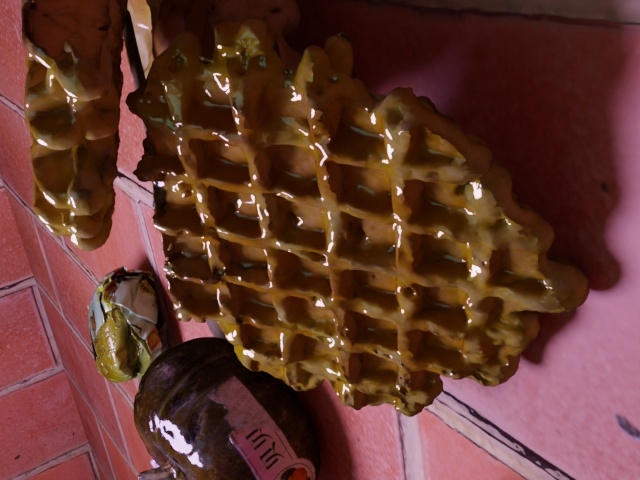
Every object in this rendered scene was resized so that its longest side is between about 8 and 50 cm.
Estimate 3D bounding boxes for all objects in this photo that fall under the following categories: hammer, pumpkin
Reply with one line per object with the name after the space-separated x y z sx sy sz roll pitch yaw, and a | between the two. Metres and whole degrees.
-0.152 -0.112 0.708 0.062 0.017 0.182 180 77 -69 | hammer
-0.125 0.243 0.944 0.260 0.189 0.260 39 145 35 | pumpkin

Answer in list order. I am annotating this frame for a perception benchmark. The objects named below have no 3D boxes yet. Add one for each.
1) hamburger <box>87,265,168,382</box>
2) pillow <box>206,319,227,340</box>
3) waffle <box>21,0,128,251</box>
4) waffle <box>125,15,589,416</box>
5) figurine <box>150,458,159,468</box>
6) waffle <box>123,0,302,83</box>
-0.312 0.164 1.317 0.214 0.125 0.235 154 107 -74 | hamburger
-0.145 0.058 1.029 0.217 0.033 0.130 57 148 17 | pillow
-0.166 -0.138 0.564 0.309 0.065 0.283 -153 68 -72 | waffle
-0.001 0.010 0.531 0.307 0.060 0.312 34 138 -8 | waffle
-0.156 0.370 1.198 0.174 0.115 0.240 34 136 21 | figurine
-0.110 -0.185 0.684 0.304 0.077 0.348 -40 65 64 | waffle
